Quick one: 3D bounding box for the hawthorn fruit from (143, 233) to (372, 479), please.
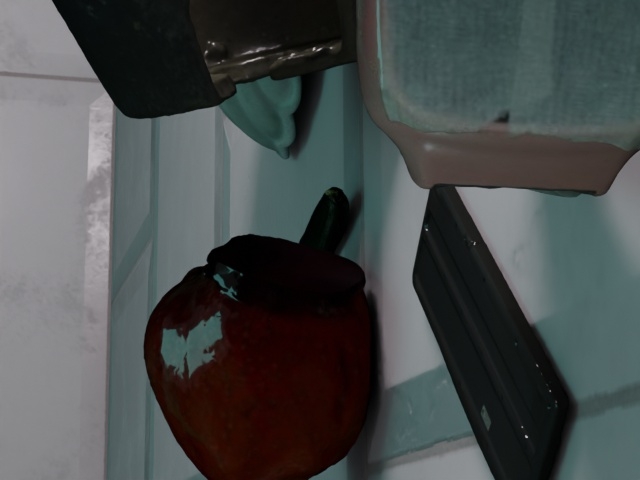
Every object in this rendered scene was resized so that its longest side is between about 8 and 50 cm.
[{"bbox_3d":[-0.038,0.116,1.211,0.189,0.189,0.251,-137,32,-72],"label":"hawthorn fruit"}]

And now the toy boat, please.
[{"bbox_3d":[-0.060,-0.206,1.483,0.290,0.100,0.199,108,160,-53],"label":"toy boat"}]

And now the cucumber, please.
[{"bbox_3d":[0.000,0.000,1.335,0.036,0.033,0.184,61,156,16],"label":"cucumber"}]

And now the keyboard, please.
[{"bbox_3d":[0.104,0.084,0.897,0.381,0.041,0.103,-98,15,-59],"label":"keyboard"}]

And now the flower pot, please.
[{"bbox_3d":[-0.086,-0.245,1.198,0.379,0.379,0.251,-147,39,-74],"label":"flower pot"}]

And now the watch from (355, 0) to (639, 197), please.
[{"bbox_3d":[0.087,-0.154,0.779,0.241,0.161,0.253,-143,57,-82],"label":"watch"}]
